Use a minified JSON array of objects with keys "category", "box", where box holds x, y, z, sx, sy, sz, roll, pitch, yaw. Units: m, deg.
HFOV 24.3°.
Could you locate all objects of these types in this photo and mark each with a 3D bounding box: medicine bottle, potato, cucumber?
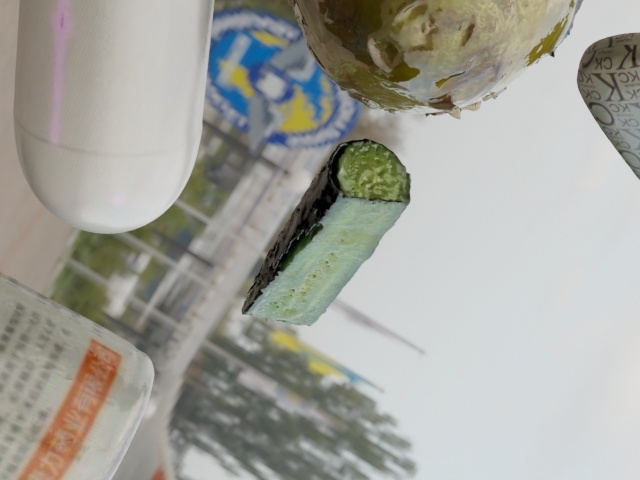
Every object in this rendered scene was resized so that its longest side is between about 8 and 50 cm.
[{"category":"medicine bottle","box":[-0.351,0.106,1.302,0.211,0.371,0.211,-54,-166,20]},{"category":"potato","box":[0.055,-0.239,1.222,0.196,0.300,0.246,-37,169,-40]},{"category":"cucumber","box":[-0.002,-0.003,1.253,0.211,0.078,0.062,128,-38,-50]}]

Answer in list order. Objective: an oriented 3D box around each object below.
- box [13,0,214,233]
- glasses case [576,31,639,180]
[{"category":"box","box":[-0.153,-0.200,1.115,0.289,0.141,0.349,-109,-155,-62]},{"category":"glasses case","box":[0.408,-0.110,1.657,0.137,0.354,0.085,-4,-125,40]}]
